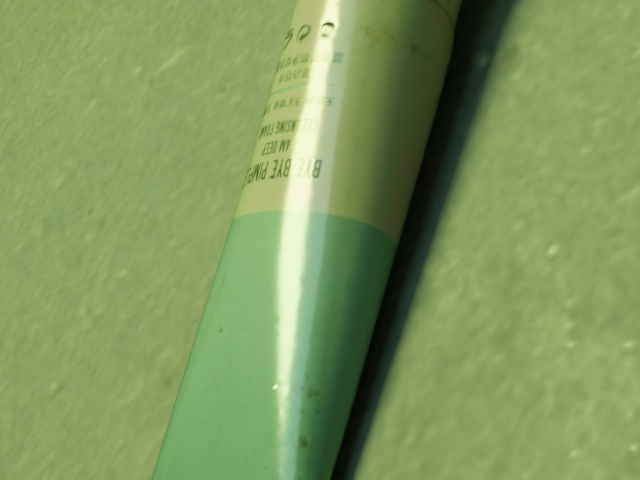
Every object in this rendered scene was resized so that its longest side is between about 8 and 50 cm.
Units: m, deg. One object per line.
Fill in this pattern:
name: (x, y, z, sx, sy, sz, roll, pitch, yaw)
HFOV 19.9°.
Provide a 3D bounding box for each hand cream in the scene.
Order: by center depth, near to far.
hand cream: (0.000, 0.000, 0.754, 0.111, 0.070, 0.312, -1, 67, 48)
